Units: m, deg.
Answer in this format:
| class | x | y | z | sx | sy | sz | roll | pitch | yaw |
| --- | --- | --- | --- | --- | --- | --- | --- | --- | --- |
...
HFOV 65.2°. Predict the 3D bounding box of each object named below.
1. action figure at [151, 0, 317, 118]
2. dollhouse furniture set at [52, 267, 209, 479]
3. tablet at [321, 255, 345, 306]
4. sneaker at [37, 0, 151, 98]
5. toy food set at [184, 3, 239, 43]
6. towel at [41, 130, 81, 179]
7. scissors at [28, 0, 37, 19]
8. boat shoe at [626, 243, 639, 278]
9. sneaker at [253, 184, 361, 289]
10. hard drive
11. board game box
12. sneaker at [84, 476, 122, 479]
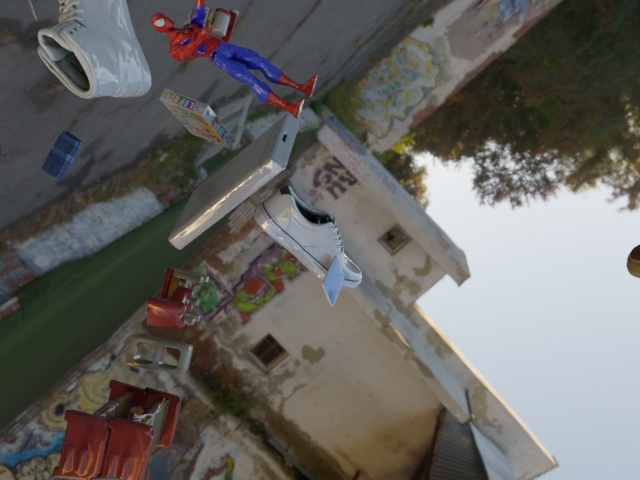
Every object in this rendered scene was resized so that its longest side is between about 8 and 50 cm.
| class | x | y | z | sx | sy | sz | roll | pitch | yaw |
| --- | --- | --- | --- | --- | --- | --- | --- | --- | --- |
| action figure | -0.140 | -0.313 | 0.786 | 0.139 | 0.281 | 0.091 | 114 | 0 | -62 |
| dollhouse furniture set | -0.340 | 0.233 | 0.939 | 0.201 | 0.152 | 0.373 | 121 | -19 | -87 |
| tablet | 0.023 | 0.071 | 0.881 | 0.006 | 0.054 | 0.083 | -7 | -148 | 26 |
| sneaker | -0.421 | -0.388 | 0.866 | 0.108 | 0.292 | 0.169 | -19 | -169 | 27 |
| toy food set | -0.275 | -0.568 | 1.279 | 0.232 | 0.111 | 0.104 | -159 | -94 | -79 |
| towel | -0.676 | -0.222 | 1.313 | 0.119 | 0.067 | 0.029 | -57 | 167 | 4 |
| scissors | -0.669 | -0.599 | 1.105 | 0.021 | 0.108 | 0.297 | -17 | 149 | -23 |
| boat shoe | 0.666 | -0.002 | 0.849 | 0.285 | 0.089 | 0.104 | -21 | -154 | 47 |
| sneaker | 0.000 | 0.000 | 0.919 | 0.091 | 0.258 | 0.094 | -40 | -148 | 20 |
| hard drive | -0.206 | -0.142 | 1.191 | 0.353 | 0.047 | 0.232 | -33 | -153 | 29 |
| board game box | -0.251 | -0.248 | 1.036 | 0.026 | 0.104 | 0.154 | -64 | 165 | -8 |
| sneaker | -0.335 | 0.358 | 0.518 | 0.296 | 0.123 | 0.178 | -24 | 178 | -30 |
